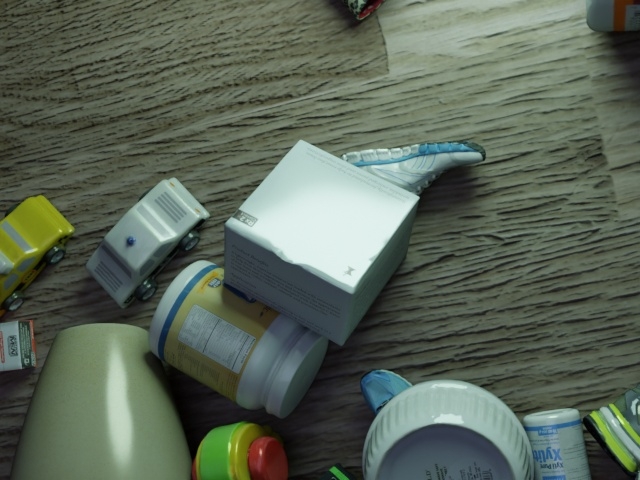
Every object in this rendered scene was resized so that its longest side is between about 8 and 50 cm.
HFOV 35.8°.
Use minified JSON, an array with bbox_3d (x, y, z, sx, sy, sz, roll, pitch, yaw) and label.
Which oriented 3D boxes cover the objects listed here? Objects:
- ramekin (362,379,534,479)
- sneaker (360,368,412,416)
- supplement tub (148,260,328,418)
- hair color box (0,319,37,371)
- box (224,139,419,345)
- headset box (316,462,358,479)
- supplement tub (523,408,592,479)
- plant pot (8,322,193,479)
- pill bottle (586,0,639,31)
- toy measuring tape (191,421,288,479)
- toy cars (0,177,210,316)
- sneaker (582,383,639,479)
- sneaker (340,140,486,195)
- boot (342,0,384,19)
[{"bbox_3d":[0.147,0.275,1.162,0.207,0.109,0.207,1,96,9],"label":"ramekin"},{"bbox_3d":[0.108,0.232,1.258,0.063,0.073,0.162,-40,78,9],"label":"sneaker"},{"bbox_3d":[-0.105,0.129,1.286,0.200,0.144,0.144,27,93,15],"label":"supplement tub"},{"bbox_3d":[-0.486,0.159,1.437,0.141,0.043,0.071,-8,84,15],"label":"hair color box"},{"bbox_3d":[0.000,0.000,1.239,0.181,0.119,0.182,28,54,15],"label":"box"},{"bbox_3d":[0.032,0.425,1.166,0.246,0.283,0.131,39,112,15],"label":"headset box"},{"bbox_3d":[0.290,0.263,1.209,0.071,0.071,0.107,-11,82,14],"label":"supplement tub"},{"bbox_3d":[-0.282,0.255,1.291,0.257,0.256,0.273,-10,69,14],"label":"plant pot"},{"bbox_3d":[0.503,-0.355,1.118,0.392,0.224,0.224,1,86,15],"label":"pill bottle"},{"bbox_3d":[-0.123,0.304,1.188,0.121,0.330,0.121,7,110,19],"label":"toy measuring tape"},{"bbox_3d":[-0.349,0.013,1.388,0.394,0.087,0.176,-6,85,14],"label":"toy cars"},{"bbox_3d":[0.450,0.285,1.149,0.121,0.111,0.300,-43,79,4],"label":"sneaker"},{"bbox_3d":[0.123,-0.084,1.287,0.191,0.071,0.082,-7,91,23],"label":"sneaker"},{"bbox_3d":[0.069,-0.429,1.312,0.236,0.085,0.178,-44,79,15],"label":"boot"}]
